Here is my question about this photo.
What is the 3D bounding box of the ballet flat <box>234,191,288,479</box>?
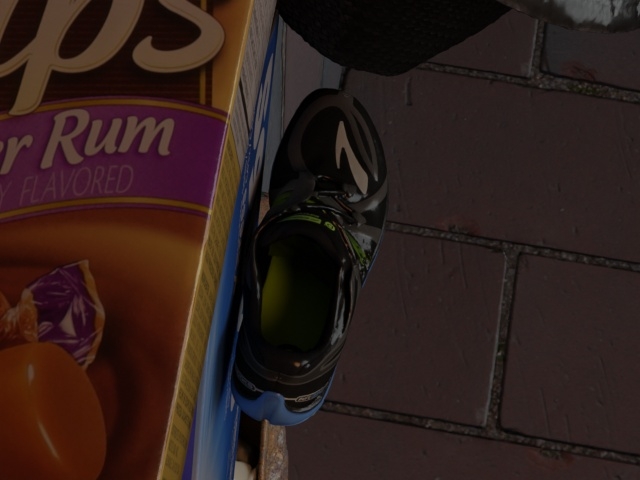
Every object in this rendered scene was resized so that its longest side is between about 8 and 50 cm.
[{"bbox_3d":[-0.078,0.121,1.026,0.106,0.107,0.316,4,91,-67],"label":"ballet flat"}]

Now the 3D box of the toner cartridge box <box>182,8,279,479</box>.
[{"bbox_3d":[-0.082,0.064,0.768,0.165,0.075,0.348,-76,174,-55],"label":"toner cartridge box"}]

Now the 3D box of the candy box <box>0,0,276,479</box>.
[{"bbox_3d":[-0.074,-0.021,0.349,0.053,0.109,0.187,89,11,-75],"label":"candy box"}]

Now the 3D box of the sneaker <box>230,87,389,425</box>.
[{"bbox_3d":[0.000,0.000,0.751,0.078,0.067,0.188,107,-3,-60],"label":"sneaker"}]

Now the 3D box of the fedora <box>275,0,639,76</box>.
[{"bbox_3d":[0.033,-0.204,0.772,0.152,0.334,0.334,-44,-158,38],"label":"fedora"}]
